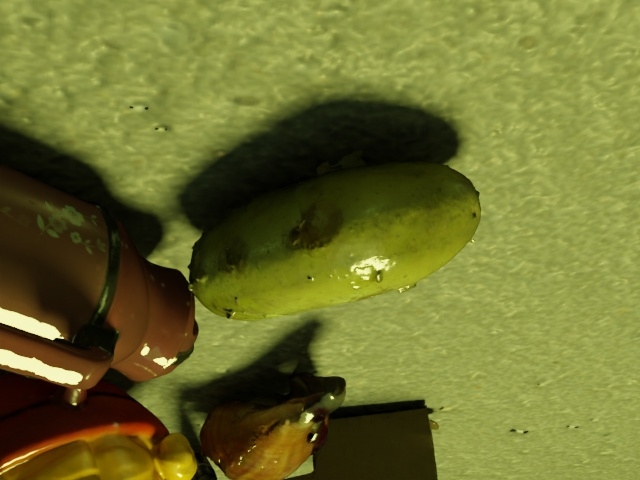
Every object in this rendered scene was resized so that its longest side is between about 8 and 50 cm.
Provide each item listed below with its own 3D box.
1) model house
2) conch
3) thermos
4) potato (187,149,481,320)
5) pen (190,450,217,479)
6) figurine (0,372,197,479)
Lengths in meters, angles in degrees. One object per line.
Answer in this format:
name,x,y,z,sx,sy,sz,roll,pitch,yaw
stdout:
model house,0.035,0.291,1.018,0.176,0.180,0.248,-5,148,3
conch,-0.035,0.161,0.875,0.233,0.086,0.080,-25,103,41
thermos,-0.189,0.006,0.557,0.136,0.109,0.330,3,162,46
potato,0.000,0.000,0.613,0.188,0.085,0.105,-19,169,31
pen,-0.107,0.208,0.937,0.025,0.025,0.204,1,172,-9
figurine,-0.243,0.211,0.837,0.320,0.196,0.323,-7,166,-45
